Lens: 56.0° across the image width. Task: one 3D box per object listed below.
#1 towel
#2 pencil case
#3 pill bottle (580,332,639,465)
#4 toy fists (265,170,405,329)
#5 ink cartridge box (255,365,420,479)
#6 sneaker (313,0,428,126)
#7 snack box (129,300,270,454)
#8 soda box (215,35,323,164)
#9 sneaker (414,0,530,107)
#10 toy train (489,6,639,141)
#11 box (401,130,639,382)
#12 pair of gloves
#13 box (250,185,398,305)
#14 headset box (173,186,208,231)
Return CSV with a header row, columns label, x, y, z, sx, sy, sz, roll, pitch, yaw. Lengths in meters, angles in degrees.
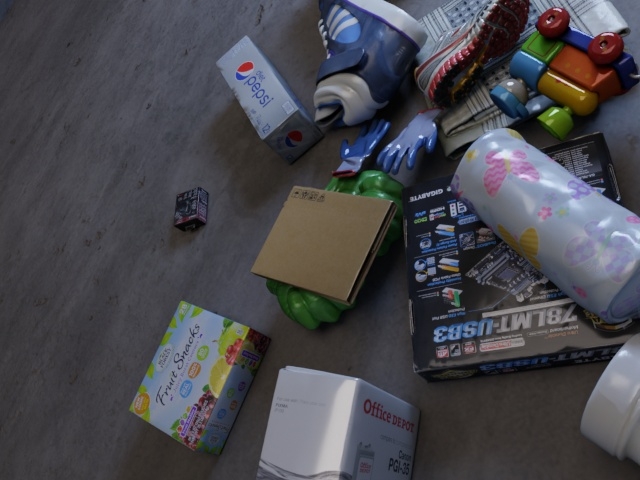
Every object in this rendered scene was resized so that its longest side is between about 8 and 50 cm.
label,x,y,z,sx,sy,sz,roll,pitch,yaw
towel,0.302,-0.320,0.984,0.312,0.056,0.324,-25,56,20
pencil case,0.283,-0.028,0.718,0.124,0.113,0.273,-38,52,-7
pill bottle,0.419,0.218,0.549,0.319,0.176,0.176,31,85,39
toy fists,0.030,0.008,0.961,0.142,0.096,0.279,31,83,38
ink cartridge box,0.016,0.317,0.734,0.117,0.207,0.282,0,66,31
sneaker,0.033,-0.333,1.118,0.236,0.130,0.323,-53,42,9
snack box,-0.204,0.225,1.013,0.175,0.070,0.207,15,74,37
soda box,-0.105,-0.284,1.198,0.091,0.098,0.286,-40,51,11
sneaker,0.235,-0.321,0.950,0.225,0.088,0.092,-46,46,6
toy train,0.352,-0.190,0.797,0.143,0.105,0.248,-49,52,11
box,0.263,0.027,0.816,0.296,0.073,0.293,-15,59,25
pair of gloves,0.105,-0.155,0.975,0.198,0.023,0.159,-5,40,39
box,0.000,0.000,0.910,0.201,0.021,0.164,13,71,41
headset box,-0.263,-0.060,1.225,0.062,0.032,0.083,-17,59,25
